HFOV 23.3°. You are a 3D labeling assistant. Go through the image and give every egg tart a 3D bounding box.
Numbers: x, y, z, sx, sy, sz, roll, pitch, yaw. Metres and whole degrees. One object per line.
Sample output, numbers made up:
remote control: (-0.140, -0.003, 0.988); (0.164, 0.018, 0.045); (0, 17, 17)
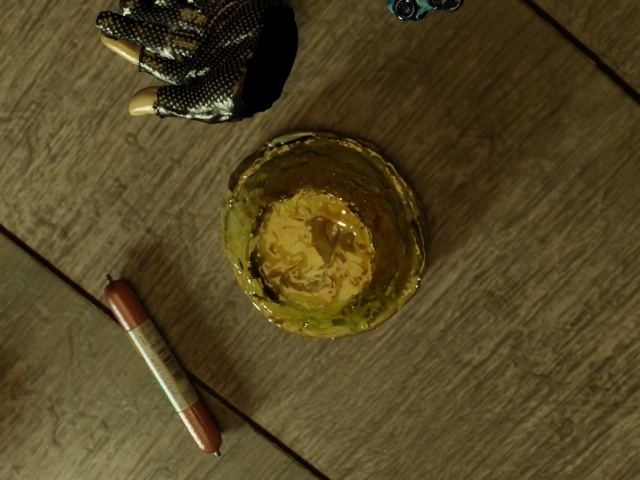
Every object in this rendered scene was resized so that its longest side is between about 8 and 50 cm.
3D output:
egg tart: (0.001, 0.001, 1.480); (0.212, 0.090, 0.213); (2, 105, 6)

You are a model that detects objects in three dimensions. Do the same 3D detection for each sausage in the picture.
sausage: (-0.159, 0.128, 1.571); (0.029, 0.029, 0.223); (-27, 103, 15)

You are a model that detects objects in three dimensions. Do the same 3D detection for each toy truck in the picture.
toy truck: (0.091, -0.247, 1.402); (0.073, 0.056, 0.090); (-11, 94, 17)

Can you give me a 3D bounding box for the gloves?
gloves: (-0.121, -0.179, 1.439); (0.180, 0.106, 0.129); (18, 114, 30)
